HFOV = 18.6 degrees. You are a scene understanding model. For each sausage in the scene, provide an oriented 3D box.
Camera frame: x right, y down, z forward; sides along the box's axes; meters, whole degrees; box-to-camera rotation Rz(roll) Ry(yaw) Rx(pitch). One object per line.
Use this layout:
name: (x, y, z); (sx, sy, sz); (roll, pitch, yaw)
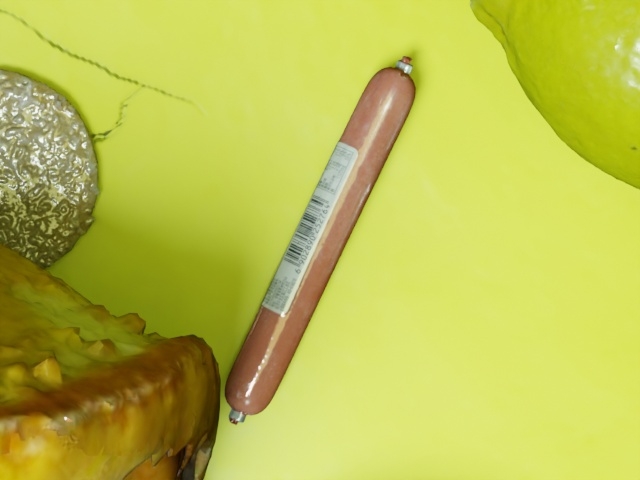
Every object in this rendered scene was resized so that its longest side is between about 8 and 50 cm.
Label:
sausage: (0.000, 0.000, 1.073); (0.029, 0.029, 0.223); (26, 91, -3)

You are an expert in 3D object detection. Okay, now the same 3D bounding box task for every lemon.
lemon: (0.196, -0.107, 1.002); (0.248, 0.184, 0.184); (5, 92, 4)

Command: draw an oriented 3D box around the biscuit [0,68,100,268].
biscuit: (-0.179, -0.035, 1.071); (0.120, 0.015, 0.120); (0, 93, -3)

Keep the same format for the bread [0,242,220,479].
bread: (-0.207, 0.148, 0.921); (0.204, 0.358, 0.337); (43, 113, 14)
